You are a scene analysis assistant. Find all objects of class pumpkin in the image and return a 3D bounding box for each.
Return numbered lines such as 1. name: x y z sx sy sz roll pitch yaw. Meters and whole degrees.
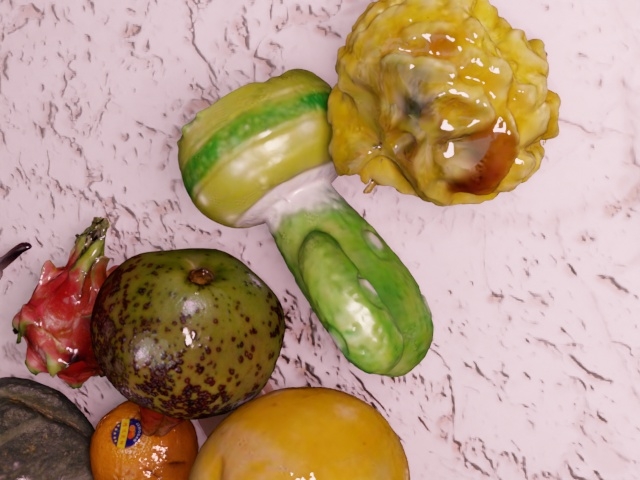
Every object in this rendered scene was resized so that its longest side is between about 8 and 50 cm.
1. pumpkin: -0.408 0.342 1.406 0.291 0.257 0.327 -36 75 46

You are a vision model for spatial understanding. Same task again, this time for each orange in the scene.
1. orange: -0.213 0.263 1.346 0.136 0.135 0.117 7 140 29

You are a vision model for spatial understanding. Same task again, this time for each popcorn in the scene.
1. popcorn: 0.111 -0.130 1.020 0.218 0.169 0.189 45 129 -9

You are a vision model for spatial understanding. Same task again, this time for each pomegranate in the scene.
1. pomegranate: -0.159 0.126 1.229 0.214 0.214 0.247 35 124 18

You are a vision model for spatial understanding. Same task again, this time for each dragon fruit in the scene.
1. dragon fruit: -0.286 0.077 1.331 0.137 0.135 0.236 42 117 18

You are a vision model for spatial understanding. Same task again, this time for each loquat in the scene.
1. loquat: -0.020 0.260 1.161 0.244 0.244 0.243 8 107 28

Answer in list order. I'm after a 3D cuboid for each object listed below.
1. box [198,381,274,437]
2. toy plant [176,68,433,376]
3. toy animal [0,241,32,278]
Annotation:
1. box: -0.099 0.204 1.319 0.115 0.025 0.048 -27 94 33
2. toy plant: 0.000 0.000 1.103 0.184 0.224 0.315 -31 80 6
3. toy animal: -0.539 -0.013 1.478 0.324 0.090 0.195 40 120 18
